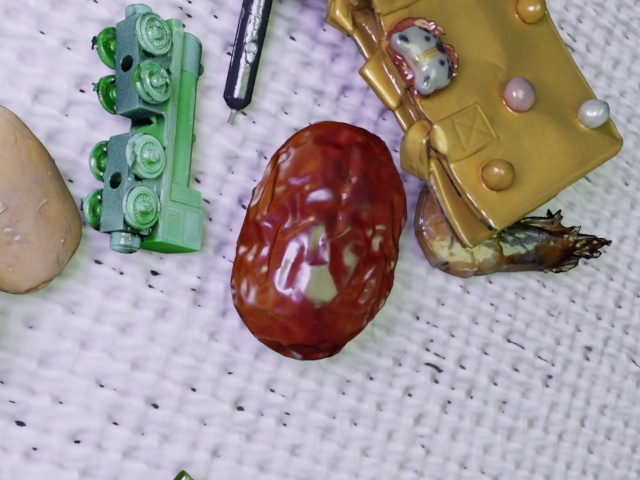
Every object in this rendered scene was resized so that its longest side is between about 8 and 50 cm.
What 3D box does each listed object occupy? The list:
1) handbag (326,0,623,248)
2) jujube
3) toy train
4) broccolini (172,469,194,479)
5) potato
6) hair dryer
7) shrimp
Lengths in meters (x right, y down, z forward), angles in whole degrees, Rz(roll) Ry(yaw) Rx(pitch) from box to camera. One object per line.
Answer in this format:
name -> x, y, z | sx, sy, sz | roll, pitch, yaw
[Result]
handbag -> 0.164, -0.213, 0.927 | 0.283, 0.133, 0.401 | -27, 90, -35
jujube -> 0.000, 0.000, 0.857 | 0.174, 0.174, 0.250 | 21, 71, -27
toy train -> -0.166, -0.107, 0.817 | 0.119, 0.085, 0.251 | 17, 73, -53
broccolini -> -0.252, 0.243, 0.765 | 0.271, 0.062, 0.123 | -11, 108, -24
potato -> -0.285, -0.033, 0.735 | 0.109, 0.118, 0.178 | -19, 114, 6
hair dryer -> -0.070, -0.230, 0.871 | 0.071, 0.124, 0.219 | 11, 99, -26
shrimp -> 0.246, -0.042, 1.059 | 0.289, 0.075, 0.178 | -2, 86, -16
